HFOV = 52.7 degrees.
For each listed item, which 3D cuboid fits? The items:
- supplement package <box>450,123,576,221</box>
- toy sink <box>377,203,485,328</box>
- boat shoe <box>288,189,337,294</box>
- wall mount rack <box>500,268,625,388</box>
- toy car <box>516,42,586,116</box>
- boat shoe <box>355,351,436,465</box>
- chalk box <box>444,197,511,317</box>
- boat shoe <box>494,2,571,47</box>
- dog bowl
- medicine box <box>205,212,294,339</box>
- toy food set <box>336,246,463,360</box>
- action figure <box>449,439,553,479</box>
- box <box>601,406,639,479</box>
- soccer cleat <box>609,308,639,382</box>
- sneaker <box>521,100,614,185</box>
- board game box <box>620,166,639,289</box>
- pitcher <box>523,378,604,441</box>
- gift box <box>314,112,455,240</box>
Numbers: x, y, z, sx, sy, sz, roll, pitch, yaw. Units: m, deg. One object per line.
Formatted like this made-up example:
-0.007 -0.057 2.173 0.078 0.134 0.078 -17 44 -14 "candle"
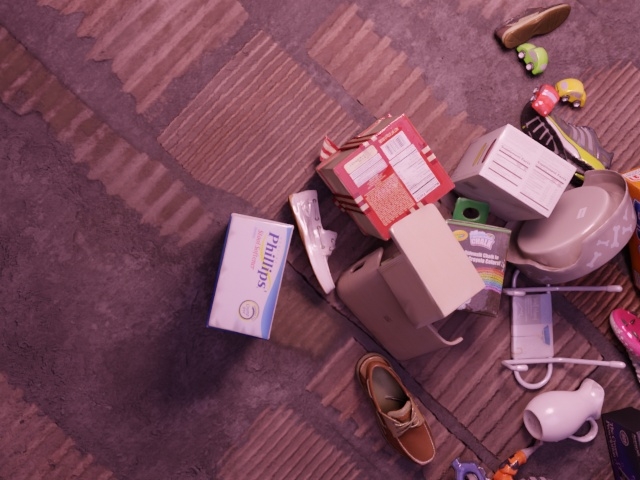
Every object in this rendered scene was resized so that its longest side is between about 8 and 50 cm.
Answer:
0.476 -0.163 1.651 0.204 0.262 0.145 32 86 -5 "supplement package"
0.237 0.060 1.499 0.153 0.131 0.234 -30 85 -33 "toy sink"
0.000 0.000 1.678 0.096 0.098 0.277 -18 90 -6 "boat shoe"
0.636 0.232 1.731 0.304 0.130 0.350 -2 90 -7 "wall mount rack"
0.610 -0.448 1.741 0.239 0.053 0.225 -18 73 -38 "toy car"
0.197 0.446 1.683 0.122 0.120 0.324 -33 93 -6 "boat shoe"
0.370 0.038 1.681 0.180 0.179 0.289 10 87 -5 "chalk box"
0.577 -0.600 1.763 0.223 0.080 0.073 -28 59 -11 "boat shoe"
0.628 -0.029 1.638 0.349 0.349 0.102 -43 107 -5 "dog bowl"
-0.172 0.080 1.561 0.149 0.289 0.263 12 88 -6 "medicine box"
0.196 0.169 1.646 0.306 0.220 0.092 47 57 -4 "toy food set"
0.489 0.713 1.691 0.330 0.178 0.341 -20 67 -2 "action figure"
0.863 0.601 1.725 0.103 0.184 0.261 -12 90 -7 "box"
0.899 0.339 1.770 0.331 0.143 0.116 47 46 15 "soccer cleat"
0.674 -0.277 1.768 0.300 0.111 0.121 44 66 -4 "sneaker"
0.995 -0.008 1.553 0.356 0.356 0.356 -20 116 3 "board game box"
0.660 0.484 1.742 0.207 0.125 0.177 -15 102 -18 "pitcher"
0.147 -0.180 1.615 0.255 0.258 0.276 -34 100 -6 "gift box"
